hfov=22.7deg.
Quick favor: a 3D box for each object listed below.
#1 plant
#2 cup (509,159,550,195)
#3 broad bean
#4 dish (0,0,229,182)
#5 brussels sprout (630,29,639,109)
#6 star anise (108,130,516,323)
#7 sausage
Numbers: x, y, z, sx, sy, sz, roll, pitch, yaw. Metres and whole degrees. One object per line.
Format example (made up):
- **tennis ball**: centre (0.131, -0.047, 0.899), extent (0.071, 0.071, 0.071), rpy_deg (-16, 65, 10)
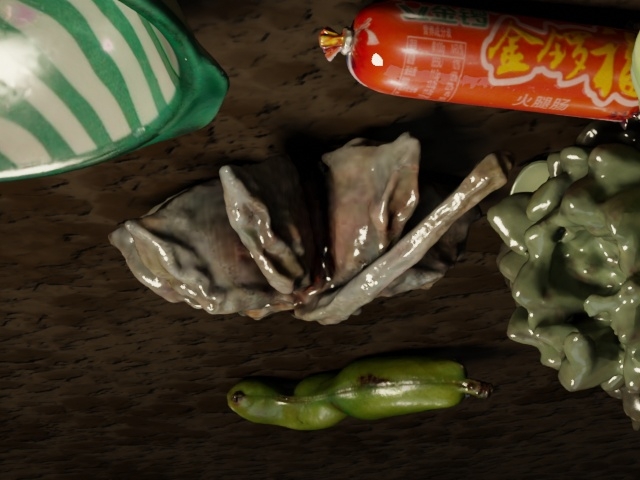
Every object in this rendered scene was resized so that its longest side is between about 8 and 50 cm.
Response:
- **plant**: centre (0.162, 0.007, 0.765), extent (0.194, 0.132, 0.129), rpy_deg (-5, 133, -45)
- **cup**: centre (0.146, -0.010, 0.884), extent (0.083, 0.055, 0.075), rpy_deg (5, 158, -31)
- **broad bean**: centre (0.030, 0.116, 1.232), extent (0.213, 0.048, 0.070), rpy_deg (-9, 162, 23)
- **dish**: centre (-0.149, -0.083, 0.569), extent (0.224, 0.078, 0.246), rpy_deg (7, 157, -30)
- **brussels sprout**: centre (0.206, -0.056, 0.621), extent (0.149, 0.122, 0.152), rpy_deg (-22, 153, -22)
- **star anise**: centre (0.000, 0.000, 0.828), extent (0.209, 0.089, 0.231), rpy_deg (-6, 174, -18)
- **sausage**: centre (0.070, -0.080, 0.682), extent (0.145, 0.050, 0.048), rpy_deg (6, -165, -14)
